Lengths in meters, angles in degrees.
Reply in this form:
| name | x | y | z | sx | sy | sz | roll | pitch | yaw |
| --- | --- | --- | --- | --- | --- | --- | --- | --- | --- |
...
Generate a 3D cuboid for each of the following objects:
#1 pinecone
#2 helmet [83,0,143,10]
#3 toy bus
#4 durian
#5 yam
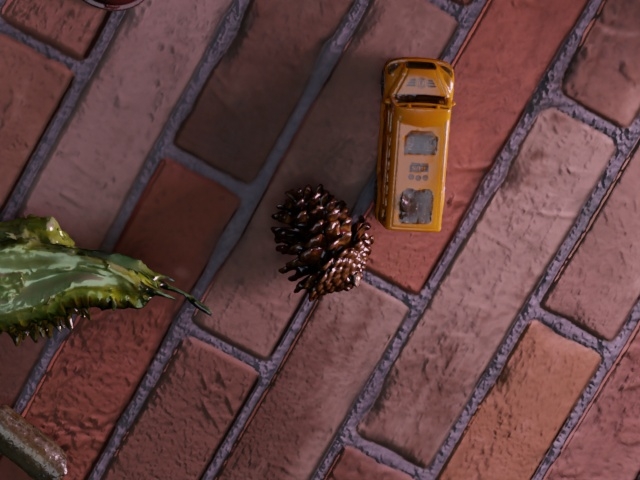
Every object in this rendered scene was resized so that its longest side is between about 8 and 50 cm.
| name | x | y | z | sx | sy | sz | roll | pitch | yaw |
| --- | --- | --- | --- | --- | --- | --- | --- | --- | --- |
| pinecone | 0.003 | -0.001 | 1.773 | 0.102 | 0.102 | 0.109 | -19 | 93 | -1 |
| helmet | -0.202 | -0.259 | 1.711 | 0.111 | 0.057 | 0.089 | 33 | 100 | -12 |
| toy bus | 0.091 | -0.091 | 1.767 | 0.069 | 0.074 | 0.162 | 2 | 104 | -5 |
| durian | -0.292 | 0.043 | 1.745 | 0.375 | 0.106 | 0.132 | -3 | 101 | -4 |
| yam | -0.288 | 0.203 | 1.817 | 0.094 | 0.043 | 0.043 | 40 | 97 | -12 |
